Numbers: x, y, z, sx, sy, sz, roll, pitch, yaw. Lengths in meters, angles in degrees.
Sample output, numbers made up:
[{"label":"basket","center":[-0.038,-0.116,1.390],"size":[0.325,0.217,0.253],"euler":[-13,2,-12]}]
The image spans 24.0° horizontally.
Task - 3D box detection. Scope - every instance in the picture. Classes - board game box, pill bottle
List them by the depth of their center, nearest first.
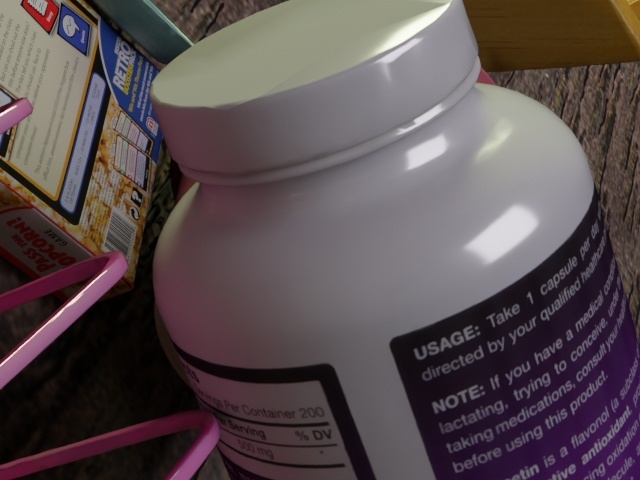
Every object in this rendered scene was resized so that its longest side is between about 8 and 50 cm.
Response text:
[{"label":"pill bottle","center":[0.044,0.062,0.630],"size":[0.181,0.182,0.322],"euler":[-56,132,-55]},{"label":"board game box","center":[-0.160,-0.077,0.760],"size":[0.193,0.045,0.146],"euler":[43,40,-37]}]

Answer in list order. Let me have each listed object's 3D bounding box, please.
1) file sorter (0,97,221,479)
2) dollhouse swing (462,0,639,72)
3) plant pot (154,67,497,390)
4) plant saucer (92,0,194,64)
[{"label":"file sorter","center":[-0.167,0.066,0.527],"size":[0.290,0.182,0.202],"euler":[62,31,-13]},{"label":"dollhouse swing","center":[0.102,-0.345,1.129],"size":[0.346,0.315,0.305],"euler":[-69,151,-48]},{"label":"plant pot","center":[0.000,0.000,0.815],"size":[0.201,0.201,0.180],"euler":[56,32,-22]},{"label":"plant saucer","center":[-0.114,-0.137,0.850],"size":[0.119,0.021,0.119],"euler":[45,3,-3]}]
